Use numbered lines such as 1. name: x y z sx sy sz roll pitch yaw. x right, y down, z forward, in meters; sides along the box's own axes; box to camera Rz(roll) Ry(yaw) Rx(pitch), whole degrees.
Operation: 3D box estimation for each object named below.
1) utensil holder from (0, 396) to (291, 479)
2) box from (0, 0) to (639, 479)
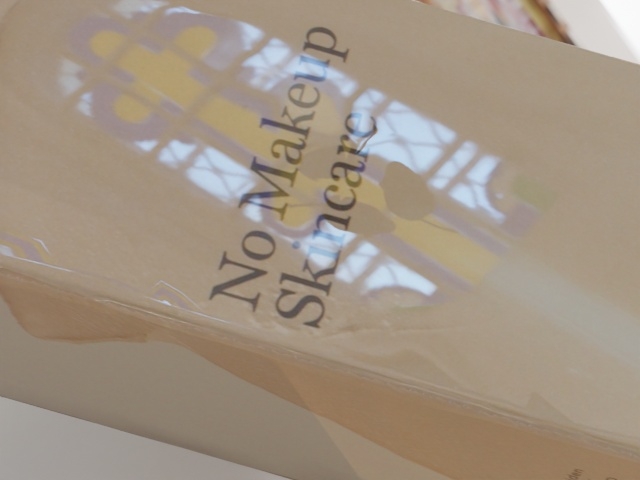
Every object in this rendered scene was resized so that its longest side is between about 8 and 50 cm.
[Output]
1. utensil holder: -0.186 0.202 0.762 0.385 0.327 0.327 -39 3 -33
2. box: 0.000 0.000 0.556 0.121 0.311 0.148 107 178 -65
